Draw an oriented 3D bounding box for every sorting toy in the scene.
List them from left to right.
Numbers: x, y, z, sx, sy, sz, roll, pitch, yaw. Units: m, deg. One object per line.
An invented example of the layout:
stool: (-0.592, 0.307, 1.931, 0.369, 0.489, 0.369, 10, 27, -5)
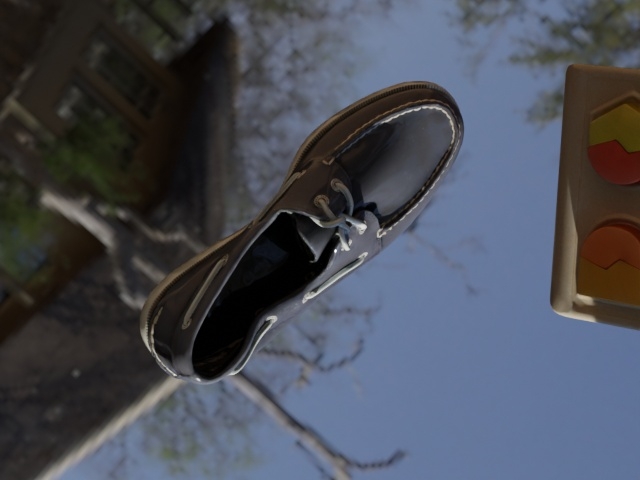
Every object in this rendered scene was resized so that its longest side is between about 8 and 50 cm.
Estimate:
sorting toy: (0.253, -0.023, 1.182, 0.208, 0.193, 0.038, 12, -166, 39)

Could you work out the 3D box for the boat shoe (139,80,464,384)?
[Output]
boat shoe: (0.000, 0.000, 0.832, 0.206, 0.075, 0.065, -41, -158, -5)
